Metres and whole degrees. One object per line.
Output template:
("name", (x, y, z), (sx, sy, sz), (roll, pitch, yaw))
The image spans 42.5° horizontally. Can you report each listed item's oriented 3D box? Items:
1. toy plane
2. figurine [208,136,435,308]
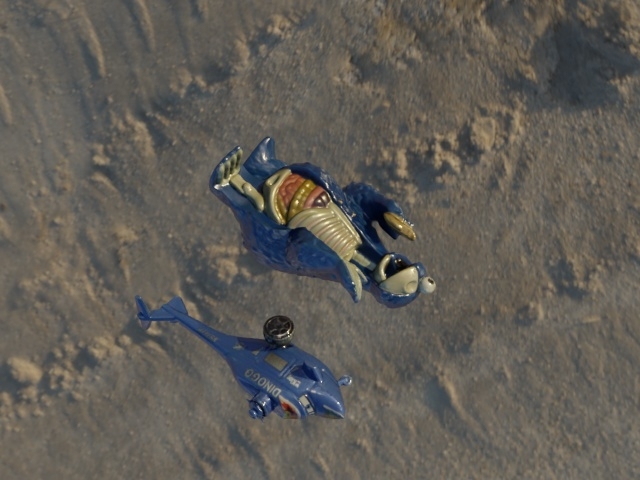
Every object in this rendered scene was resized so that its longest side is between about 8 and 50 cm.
("toy plane", (-0.054, 0.078, 0.550), (0.167, 0.062, 0.054), (27, 143, 25))
("figurine", (0.000, -0.006, 0.876), (0.262, 0.164, 0.121), (42, 129, 26))
